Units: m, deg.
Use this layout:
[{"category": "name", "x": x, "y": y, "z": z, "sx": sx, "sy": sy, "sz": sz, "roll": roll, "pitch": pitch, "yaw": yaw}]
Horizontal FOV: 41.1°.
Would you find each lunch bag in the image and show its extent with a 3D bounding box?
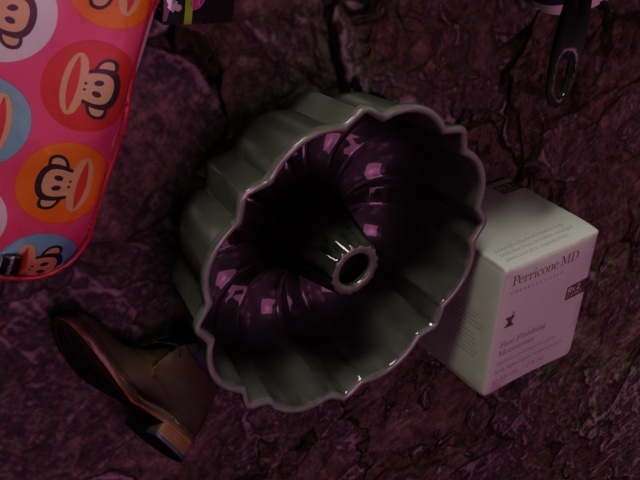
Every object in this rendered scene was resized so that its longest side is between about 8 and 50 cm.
[{"category": "lunch bag", "x": -0.256, "y": -0.121, "z": 0.552, "sx": 0.258, "sy": 0.120, "sz": 0.293, "roll": 6, "pitch": 114, "yaw": -37}]

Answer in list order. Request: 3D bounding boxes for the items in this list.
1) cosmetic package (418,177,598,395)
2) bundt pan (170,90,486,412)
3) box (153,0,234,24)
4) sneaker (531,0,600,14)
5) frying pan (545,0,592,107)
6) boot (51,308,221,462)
[{"category": "cosmetic package", "x": 0.207, "y": 0.050, "z": 1.015, "sx": 0.151, "sy": 0.151, "sz": 0.183, "roll": -20, "pitch": 130, "yaw": -29}, {"category": "bundt pan", "x": 0.000, "y": 0.000, "z": 0.833, "sx": 0.331, "sy": 0.124, "sz": 0.330, "roll": -20, "pitch": 129, "yaw": -27}, {"category": "box", "x": -0.102, "y": -0.212, "z": 0.653, "sx": 0.062, "sy": 0.052, "sz": 0.083, "roll": -12, "pitch": 124, "yaw": -33}, {"category": "sneaker", "x": 0.316, "y": -0.324, "z": 0.898, "sx": 0.235, "sy": 0.090, "sz": 0.094, "roll": -33, "pitch": 125, "yaw": -19}, {"category": "frying pan", "x": 0.284, "y": -0.306, "z": 0.824, "sx": 0.197, "sy": 0.053, "sz": 0.326, "roll": -12, "pitch": 104, "yaw": -12}, {"category": "boot", "x": -0.168, "y": 0.113, "z": 0.830, "sx": 0.106, "sy": 0.082, "sz": 0.219, "roll": -54, "pitch": 138, "yaw": -28}]
